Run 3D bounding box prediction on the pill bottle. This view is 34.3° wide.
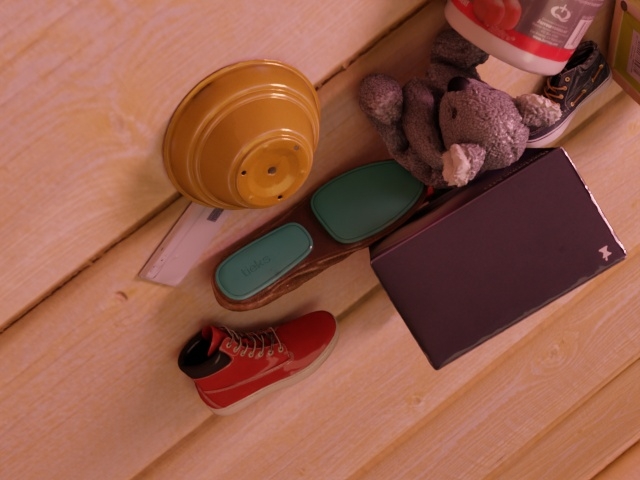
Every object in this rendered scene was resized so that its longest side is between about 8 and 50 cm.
[{"bbox_3d":[0.299,-0.380,1.278,0.176,0.176,0.318,0,128,-42],"label":"pill bottle"}]

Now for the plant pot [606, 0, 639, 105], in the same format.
[{"bbox_3d":[0.568,-0.307,1.572,0.207,0.227,0.228,-23,142,-12],"label":"plant pot"}]

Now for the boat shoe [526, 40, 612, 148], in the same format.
[{"bbox_3d":[0.368,-0.228,1.608,0.183,0.065,0.083,-44,136,0],"label":"boat shoe"}]

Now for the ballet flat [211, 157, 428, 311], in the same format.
[{"bbox_3d":[0.000,0.000,1.483,0.342,0.116,0.124,-34,164,-8],"label":"ballet flat"}]

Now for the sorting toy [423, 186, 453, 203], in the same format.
[{"bbox_3d":[0.167,-0.085,1.595,0.102,0.042,0.061,-17,162,-46],"label":"sorting toy"}]

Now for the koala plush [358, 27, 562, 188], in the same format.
[{"bbox_3d":[0.195,-0.148,1.340,0.196,0.221,0.203,-33,113,-12],"label":"koala plush"}]

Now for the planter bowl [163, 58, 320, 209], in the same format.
[{"bbox_3d":[-0.076,-0.106,1.281,0.217,0.090,0.217,-19,134,-21],"label":"planter bowl"}]

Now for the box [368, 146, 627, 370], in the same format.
[{"bbox_3d":[0.234,0.010,1.469,0.296,0.183,0.294,-32,-176,4],"label":"box"}]

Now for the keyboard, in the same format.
[{"bbox_3d":[-0.146,-0.040,1.378,0.256,0.014,0.072,-52,148,16],"label":"keyboard"}]

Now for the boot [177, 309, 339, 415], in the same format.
[{"bbox_3d":[-0.091,0.156,1.574,0.244,0.088,0.176,-31,142,-7],"label":"boot"}]
